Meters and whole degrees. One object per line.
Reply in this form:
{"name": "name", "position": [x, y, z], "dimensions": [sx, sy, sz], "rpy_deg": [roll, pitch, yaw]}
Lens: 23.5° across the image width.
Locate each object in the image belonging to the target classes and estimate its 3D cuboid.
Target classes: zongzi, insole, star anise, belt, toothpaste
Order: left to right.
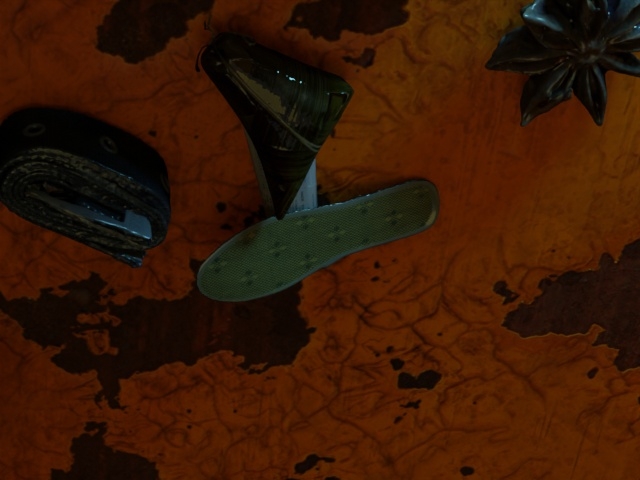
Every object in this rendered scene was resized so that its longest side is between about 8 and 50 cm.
{"name": "belt", "position": [-0.271, -0.060, 1.768], "dimensions": [0.218, 0.128, 0.122], "rpy_deg": [24, 122, -25]}
{"name": "zongzi", "position": [-0.081, -0.132, 1.736], "dimensions": [0.187, 0.084, 0.184], "rpy_deg": [23, 106, -21]}
{"name": "toothpaste", "position": [-0.039, -0.066, 1.841], "dimensions": [0.089, 0.057, 0.234], "rpy_deg": [-10, 123, -3]}
{"name": "insole", "position": [0.000, 0.000, 1.858], "dimensions": [0.322, 0.007, 0.109], "rpy_deg": [-18, 125, -14]}
{"name": "star anise", "position": [0.294, -0.234, 1.716], "dimensions": [0.230, 0.081, 0.262], "rpy_deg": [-9, 140, 2]}
